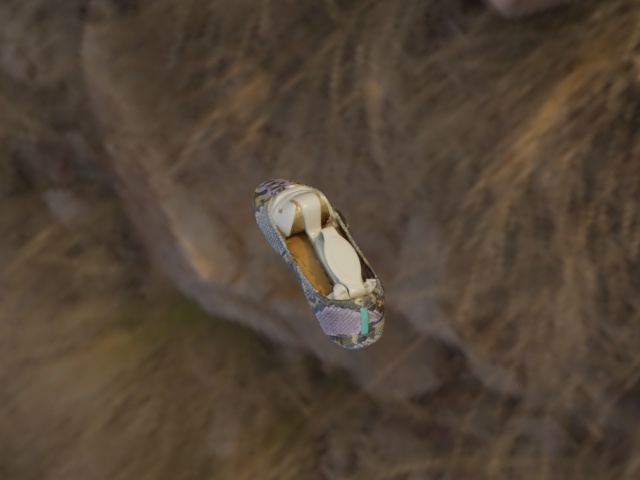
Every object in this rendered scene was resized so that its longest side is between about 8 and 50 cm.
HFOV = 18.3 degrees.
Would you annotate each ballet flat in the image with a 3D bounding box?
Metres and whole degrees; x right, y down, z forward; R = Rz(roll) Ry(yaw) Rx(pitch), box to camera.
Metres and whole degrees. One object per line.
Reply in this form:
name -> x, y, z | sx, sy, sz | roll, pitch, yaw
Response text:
ballet flat -> 0.000, 0.000, 0.950 | 0.041, 0.041, 0.114 | 84, 160, -50
